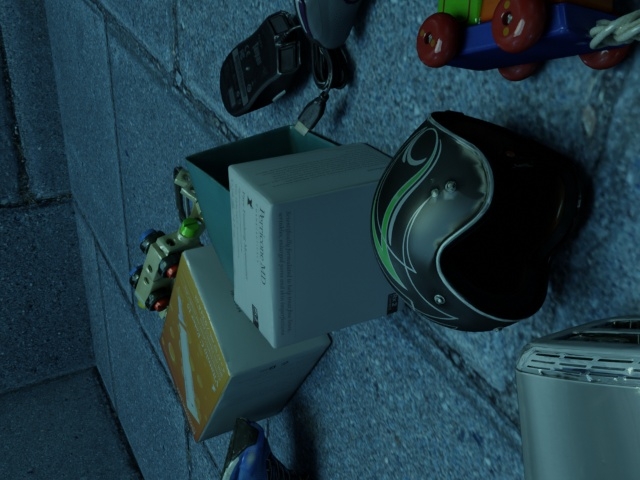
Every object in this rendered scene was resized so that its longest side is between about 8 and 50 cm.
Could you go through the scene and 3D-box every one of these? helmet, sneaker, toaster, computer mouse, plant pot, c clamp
[{"bbox_3d":[0.121,-0.011,0.590,0.169,0.169,0.161,45,125,46],"label":"helmet"},{"bbox_3d":[-0.080,0.416,1.217,0.330,0.147,0.129,81,-164,-45],"label":"sneaker"},{"bbox_3d":[0.233,0.133,0.479,0.227,0.129,0.146,-10,91,65],"label":"toaster"},{"bbox_3d":[0.031,-0.296,0.717,0.098,0.083,0.223,42,137,41],"label":"sneaker"},{"bbox_3d":[-0.043,-0.212,0.932,0.262,0.060,0.184,-34,67,50],"label":"computer mouse"},{"bbox_3d":[-0.055,-0.008,0.947,0.165,0.166,0.234,35,141,53],"label":"plant pot"},{"bbox_3d":[-0.292,-0.076,1.526,0.137,0.022,0.160,-137,40,-56],"label":"c clamp"}]

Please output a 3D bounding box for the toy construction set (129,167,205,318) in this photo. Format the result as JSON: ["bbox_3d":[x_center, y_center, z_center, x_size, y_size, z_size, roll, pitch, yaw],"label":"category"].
[{"bbox_3d":[-0.240,0.026,1.288,0.151,0.215,0.327,37,132,28],"label":"toy construction set"}]

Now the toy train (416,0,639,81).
[{"bbox_3d":[0.173,-0.196,0.481,0.248,0.105,0.143,11,99,61],"label":"toy train"}]

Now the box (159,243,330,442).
[{"bbox_3d":[-0.144,0.171,1.187,0.215,0.168,0.345,64,151,23],"label":"box"}]

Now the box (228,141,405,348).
[{"bbox_3d":[0.000,0.000,0.806,0.119,0.182,0.181,40,136,51],"label":"box"}]
